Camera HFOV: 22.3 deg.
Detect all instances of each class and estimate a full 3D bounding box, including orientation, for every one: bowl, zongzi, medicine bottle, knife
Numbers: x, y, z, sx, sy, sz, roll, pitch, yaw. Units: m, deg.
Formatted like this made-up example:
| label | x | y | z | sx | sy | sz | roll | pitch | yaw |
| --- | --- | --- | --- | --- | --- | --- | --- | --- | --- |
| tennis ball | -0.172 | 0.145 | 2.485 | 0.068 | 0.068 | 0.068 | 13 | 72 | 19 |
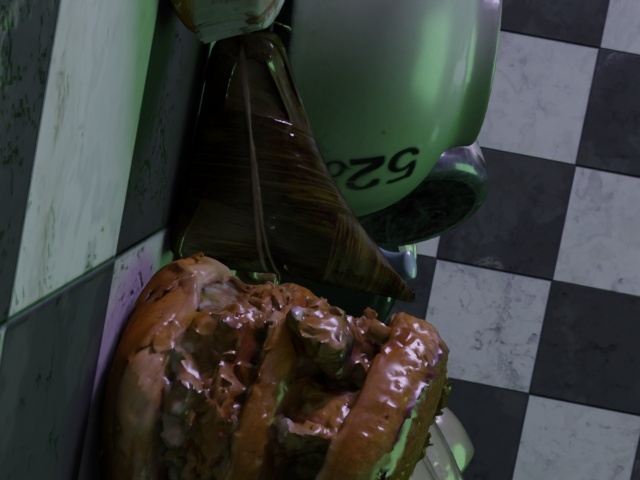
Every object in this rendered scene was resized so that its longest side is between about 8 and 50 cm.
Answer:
| label | x | y | z | sx | sy | sz | roll | pitch | yaw |
| --- | --- | --- | --- | --- | --- | --- | --- | --- | --- |
| bowl | 0.053 | -0.178 | 1.436 | 0.354 | 0.185 | 0.353 | -174 | -90 | -86 |
| zongzi | -0.005 | -0.060 | 1.175 | 0.084 | 0.184 | 0.187 | -15 | 116 | -83 |
| medicine bottle | 0.064 | -0.145 | 1.676 | 0.165 | 0.165 | 0.273 | 96 | -18 | -62 |
| knife | 0.001 | 0.000 | 1.253 | 0.015 | 0.210 | 0.028 | -8 | 107 | -40 |

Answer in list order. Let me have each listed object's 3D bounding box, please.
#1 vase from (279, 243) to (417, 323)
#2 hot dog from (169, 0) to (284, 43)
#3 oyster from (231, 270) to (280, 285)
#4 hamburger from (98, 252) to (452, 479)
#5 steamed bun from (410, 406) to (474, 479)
| label | x | y | z | sx | sy | sz | roll | pitch | yaw |
| --- | --- | --- | --- | --- | --- | --- | --- | --- | --- |
| vase | 0.029 | 0.023 | 1.862 | 0.321 | 0.173 | 0.173 | -22 | 124 | -76 |
| hot dog | -0.047 | -0.228 | 0.931 | 0.252 | 0.069 | 0.131 | 94 | 16 | -47 |
| oyster | -0.078 | 0.035 | 1.282 | 0.129 | 0.079 | 0.344 | 20 | -76 | 61 |
| hamburger | -0.036 | 0.138 | 1.070 | 0.260 | 0.211 | 0.245 | -49 | 154 | -76 |
| steamed bun | 0.031 | 0.242 | 1.511 | 0.352 | 0.247 | 0.339 | 83 | -11 | -47 |
